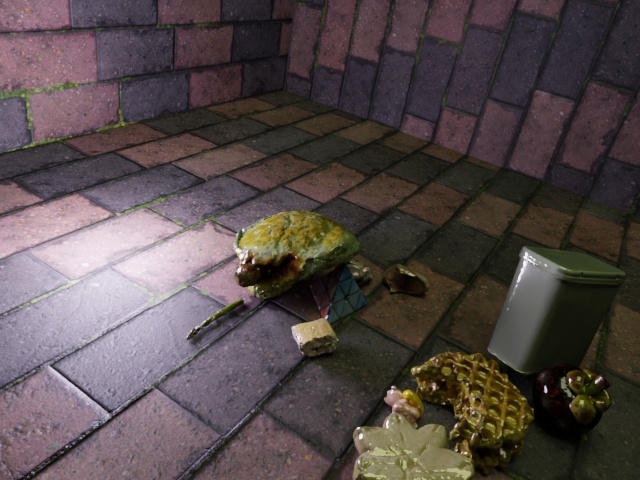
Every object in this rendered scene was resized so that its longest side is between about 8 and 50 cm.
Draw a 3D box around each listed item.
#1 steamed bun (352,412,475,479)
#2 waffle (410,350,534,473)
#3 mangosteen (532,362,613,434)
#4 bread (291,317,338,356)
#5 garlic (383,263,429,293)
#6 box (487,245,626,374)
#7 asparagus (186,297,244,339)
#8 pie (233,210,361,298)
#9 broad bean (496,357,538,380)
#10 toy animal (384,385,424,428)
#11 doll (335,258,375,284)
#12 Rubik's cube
[{"bbox_3d":[0.200,0.532,1.151,0.295,0.137,0.292,18,32,23],"label":"steamed bun"},{"bbox_3d":[0.407,0.438,1.365,0.260,0.151,0.324,-4,35,-18],"label":"waffle"},{"bbox_3d":[0.698,0.423,1.407,0.192,0.217,0.192,11,50,-14],"label":"mangosteen"},{"bbox_3d":[-0.017,0.293,1.530,0.125,0.082,0.106,-11,25,-16],"label":"bread"},{"bbox_3d":[0.315,0.146,1.879,0.174,0.099,0.124,25,14,15],"label":"garlic"},{"bbox_3d":[0.717,0.215,1.566,0.351,0.344,0.177,5,18,-35],"label":"box"},{"bbox_3d":[-0.322,0.237,1.574,0.248,0.025,0.025,-32,94,-50],"label":"asparagus"},{"bbox_3d":[-0.086,0.027,1.743,0.417,0.181,0.395,-16,28,-3],"label":"pie"},{"bbox_3d":[0.671,0.410,1.582,0.256,0.052,0.053,17,28,11],"label":"broad bean"},{"bbox_3d":[0.216,0.442,1.355,0.114,0.092,0.082,28,48,23],"label":"toy animal"},{"bbox_3d":[0.116,0.117,1.822,0.149,0.095,0.192,14,5,10],"label":"doll"},{"bbox_3d":[0.099,0.173,1.719,0.178,0.191,0.211,16,31,-26],"label":"Rubik's cube"}]
